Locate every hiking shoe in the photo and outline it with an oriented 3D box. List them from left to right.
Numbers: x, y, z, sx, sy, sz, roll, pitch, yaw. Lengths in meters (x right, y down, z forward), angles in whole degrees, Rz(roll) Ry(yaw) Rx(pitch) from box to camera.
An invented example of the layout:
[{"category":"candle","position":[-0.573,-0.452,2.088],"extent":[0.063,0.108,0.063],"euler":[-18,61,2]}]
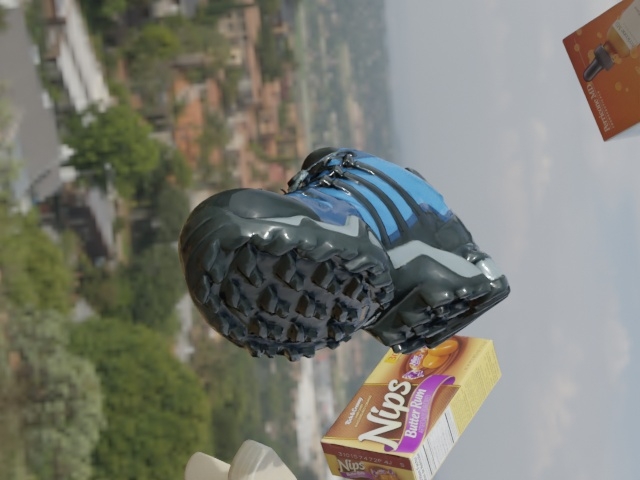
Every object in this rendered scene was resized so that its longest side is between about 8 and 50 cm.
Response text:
[{"category":"hiking shoe","position":[0.000,0.000,0.951],"extent":[0.304,0.113,0.132],"euler":[13,42,-56]}]

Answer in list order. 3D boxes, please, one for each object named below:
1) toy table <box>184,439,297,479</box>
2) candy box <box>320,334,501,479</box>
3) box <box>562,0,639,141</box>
[{"category":"toy table","position":[-0.044,0.294,1.238],"extent":[0.161,0.274,0.252],"euler":[-58,156,-20]},{"category":"candy box","position":[0.094,0.170,1.483],"extent":[0.186,0.109,0.053],"euler":[-47,131,-41]},{"category":"box","position":[0.368,-0.200,1.559],"extent":[0.170,0.091,0.130],"euler":[-32,-105,47]}]
